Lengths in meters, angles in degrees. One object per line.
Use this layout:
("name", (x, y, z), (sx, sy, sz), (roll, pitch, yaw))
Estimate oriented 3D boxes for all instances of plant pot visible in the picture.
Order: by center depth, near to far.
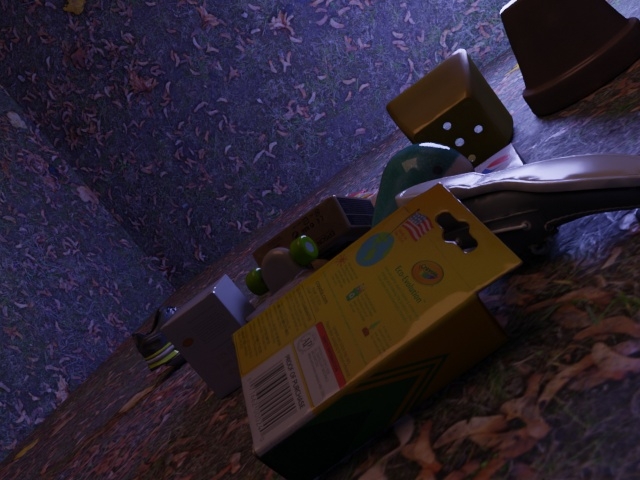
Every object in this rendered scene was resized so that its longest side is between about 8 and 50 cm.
("plant pot", (0.498, -0.426, 1.276), (0.263, 0.229, 0.263), (-36, 10, 8))
("plant pot", (0.288, -0.244, 1.330), (0.212, 0.212, 0.187), (-35, 22, 21))

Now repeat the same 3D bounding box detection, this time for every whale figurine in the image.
("whale figurine", (0.137, -0.049, 1.047), (0.272, 0.141, 0.216), (-51, -7, -6))

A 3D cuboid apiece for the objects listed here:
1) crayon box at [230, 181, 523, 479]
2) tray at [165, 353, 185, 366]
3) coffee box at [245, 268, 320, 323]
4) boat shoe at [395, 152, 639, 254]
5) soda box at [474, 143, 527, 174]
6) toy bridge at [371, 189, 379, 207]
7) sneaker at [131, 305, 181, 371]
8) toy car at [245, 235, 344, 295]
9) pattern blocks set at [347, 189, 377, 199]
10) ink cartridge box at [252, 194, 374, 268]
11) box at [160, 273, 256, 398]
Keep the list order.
("crayon box", (0.058, 0.092, 0.683), (0.318, 0.081, 0.202), (-37, 31, 7))
("tray", (-0.309, 0.251, 1.708), (0.270, 0.030, 0.145), (-39, 8, -6))
("coffee box", (-0.012, 0.120, 0.967), (0.141, 0.098, 0.246), (-41, 9, -16))
("boat shoe", (0.242, -0.035, 0.738), (0.320, 0.099, 0.116), (-5, 17, 38))
("soda box", (0.277, -0.076, 0.906), (0.074, 0.069, 0.216), (-35, 9, 20))
("toy bridge", (0.158, -0.096, 1.489), (0.026, 0.063, 0.188), (-29, 14, 47))
("sneaker", (-0.372, 0.210, 1.669), (0.300, 0.121, 0.111), (-44, 11, -30))
("toy car", (-0.022, 0.063, 1.217), (0.155, 0.149, 0.188), (-35, -2, 31))
("pattern blocks set", (0.095, -0.101, 1.738), (0.285, 0.026, 0.325), (-35, 12, -31))
("ink cartridge box", (0.000, 0.000, 1.352), (0.235, 0.088, 0.193), (-35, -16, 25))
("box", (-0.175, 0.173, 1.119), (0.130, 0.170, 0.091), (-35, 10, 16))
